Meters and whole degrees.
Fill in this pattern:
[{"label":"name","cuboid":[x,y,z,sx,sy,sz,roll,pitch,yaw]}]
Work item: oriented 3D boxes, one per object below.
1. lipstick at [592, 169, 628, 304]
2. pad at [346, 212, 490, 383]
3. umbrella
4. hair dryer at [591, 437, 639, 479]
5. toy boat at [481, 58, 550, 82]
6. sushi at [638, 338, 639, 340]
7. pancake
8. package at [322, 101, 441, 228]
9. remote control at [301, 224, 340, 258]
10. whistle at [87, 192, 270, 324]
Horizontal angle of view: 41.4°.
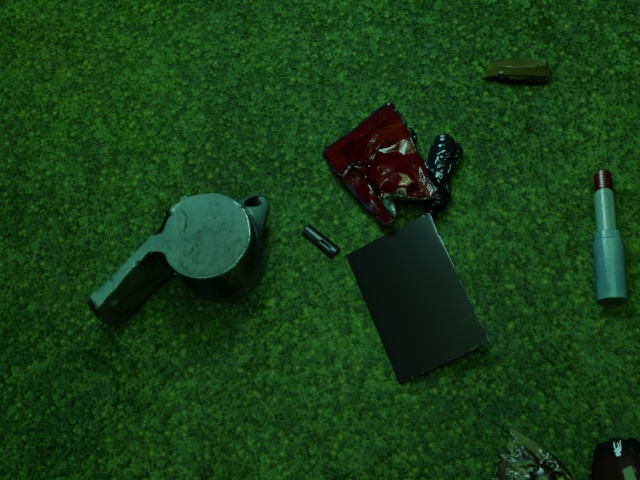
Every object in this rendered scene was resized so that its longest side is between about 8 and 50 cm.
[{"label":"lipstick","cuboid":[0.574,-0.010,1.693,0.061,0.068,0.273,-3,70,14]},{"label":"pad","cuboid":[0.191,0.113,1.711,0.202,0.005,0.299,-28,67,12]},{"label":"umbrella","cuboid":[0.244,-0.111,1.782,0.071,0.071,0.248,12,70,13]},{"label":"hair dryer","cuboid":[0.664,0.473,1.495,0.341,0.123,0.312,-14,78,-9]},{"label":"toy boat","cuboid":[0.430,-0.370,1.864,0.149,0.048,0.047,2,39,11]},{"label":"sushi","cuboid":[0.684,0.147,1.583,0.131,0.139,0.290,21,75,24]},{"label":"pancake","cuboid":[0.401,0.492,1.535,0.213,0.056,0.257,15,79,21]},{"label":"package","cuboid":[0.131,-0.157,1.799,0.194,0.071,0.269,-29,64,2]},{"label":"remote control","cuboid":[0.000,0.000,1.802,0.091,0.016,0.034,38,83,20]},{"label":"whistle","cuboid":[-0.287,0.034,1.749,0.405,0.168,0.188,-16,68,2]}]
